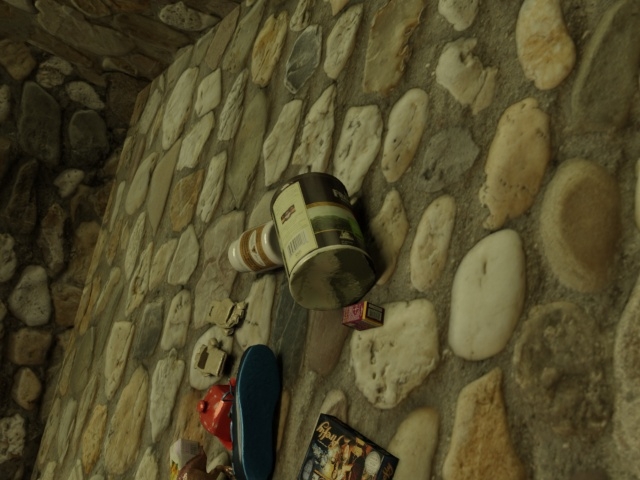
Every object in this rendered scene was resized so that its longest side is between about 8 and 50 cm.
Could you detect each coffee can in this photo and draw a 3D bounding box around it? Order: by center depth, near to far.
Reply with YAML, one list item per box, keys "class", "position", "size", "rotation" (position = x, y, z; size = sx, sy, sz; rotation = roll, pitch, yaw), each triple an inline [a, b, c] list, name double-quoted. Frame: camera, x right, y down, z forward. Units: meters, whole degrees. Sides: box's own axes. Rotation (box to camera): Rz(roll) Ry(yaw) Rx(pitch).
- class: "coffee can"
  position: [0.000, 0.000, 1.705]
  size: [0.201, 0.201, 0.275]
  rotation: [-49, 37, 28]

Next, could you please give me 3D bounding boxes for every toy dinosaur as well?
- class: "toy dinosaur"
  position: [-0.332, 0.646, 1.812]
  size: [0.127, 0.200, 0.296]
  rotation: [-34, 45, 43]

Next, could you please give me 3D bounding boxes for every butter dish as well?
- class: "butter dish"
  position: [-0.275, 0.454, 1.923]
  size: [0.160, 0.118, 0.160]
  rotation: [25, 93, 59]

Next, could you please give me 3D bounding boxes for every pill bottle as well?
- class: "pill bottle"
  position: [-0.158, 0.022, 1.998]
  size: [0.229, 0.131, 0.131]
  rotation: [-18, 56, 52]

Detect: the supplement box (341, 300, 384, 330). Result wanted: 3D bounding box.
- class: "supplement box"
  position: [0.094, 0.169, 1.599]
  size: [0.083, 0.054, 0.043]
  rotation: [-21, 53, 49]

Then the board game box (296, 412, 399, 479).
- class: "board game box"
  position: [0.049, 0.479, 1.488]
  size: [0.243, 0.042, 0.165]
  rotation: [14, 84, 58]

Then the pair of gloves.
- class: "pair of gloves"
  position: [-0.303, 0.290, 2.140]
  size: [0.204, 0.042, 0.240]
  rotation: [-12, 60, 57]

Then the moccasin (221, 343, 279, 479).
- class: "moccasin"
  position: [-0.187, 0.430, 1.790]
  size: [0.116, 0.137, 0.342]
  rotation: [-31, 46, 51]

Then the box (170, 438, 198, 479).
- class: "box"
  position: [-0.370, 0.704, 1.964]
  size: [0.063, 0.067, 0.324]
  rotation: [-46, 39, 33]
